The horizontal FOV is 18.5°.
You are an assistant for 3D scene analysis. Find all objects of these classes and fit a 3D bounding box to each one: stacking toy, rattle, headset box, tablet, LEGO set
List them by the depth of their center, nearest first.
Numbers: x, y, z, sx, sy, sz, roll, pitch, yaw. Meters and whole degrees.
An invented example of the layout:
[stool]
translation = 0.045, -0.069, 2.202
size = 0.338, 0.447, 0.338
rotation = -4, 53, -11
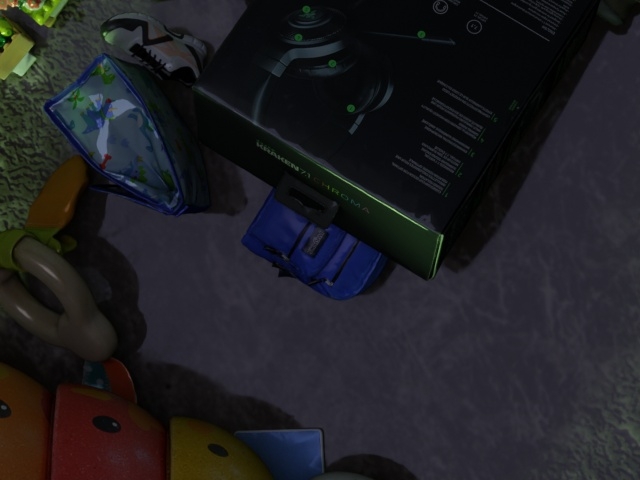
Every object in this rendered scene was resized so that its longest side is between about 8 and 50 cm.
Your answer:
[headset box]
translation = 0.059, -0.139, 1.664
size = 0.246, 0.131, 0.283
rotation = 30, 74, 8
[stacking toy]
translation = -0.153, 0.256, 1.720
size = 0.479, 0.350, 0.351
rotation = 1, 91, -8
[LEGO set]
translation = -0.205, -0.246, 1.774
size = 0.287, 0.107, 0.132
rotation = -16, 88, 11
[tablet]
translation = -0.038, 0.201, 1.800
size = 0.083, 0.006, 0.054
rotation = -3, 91, 12
[rattle]
translation = -0.213, 0.047, 1.820
size = 0.199, 0.143, 0.130
rotation = 43, 131, -8

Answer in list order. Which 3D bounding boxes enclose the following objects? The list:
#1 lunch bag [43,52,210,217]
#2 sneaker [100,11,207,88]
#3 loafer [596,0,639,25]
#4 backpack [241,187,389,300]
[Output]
[lunch bag]
translation = -0.162, -0.083, 1.757
size = 0.096, 0.129, 0.151
rotation = -42, 85, 9
[sneaker]
translation = -0.149, -0.171, 1.767
size = 0.040, 0.109, 0.044
rotation = -37, 45, 46
[loafer]
translation = 0.231, -0.309, 1.696
size = 0.087, 0.094, 0.251
rotation = -20, 87, 15
[backpack]
translation = 0.000, 0.000, 1.743
size = 0.120, 0.101, 0.098
rotation = 33, 103, 6
